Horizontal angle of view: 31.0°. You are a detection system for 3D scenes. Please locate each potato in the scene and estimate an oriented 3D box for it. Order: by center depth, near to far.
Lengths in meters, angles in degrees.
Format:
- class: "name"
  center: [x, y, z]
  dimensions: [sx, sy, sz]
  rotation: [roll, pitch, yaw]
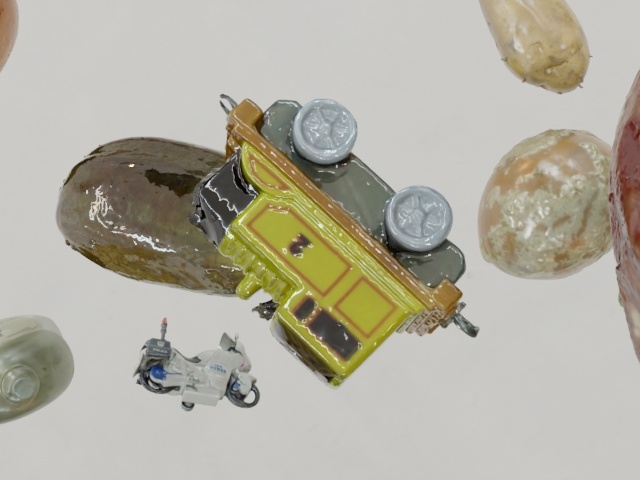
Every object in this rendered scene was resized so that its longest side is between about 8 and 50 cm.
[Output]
- class: "potato"
  center: [0.304, -0.319, 1.703]
  dimensions: [0.128, 0.161, 0.234]
  rotation: [-30, 100, -1]

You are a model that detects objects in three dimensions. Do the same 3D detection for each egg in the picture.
- class: "egg"
  center: [0.326, -0.047, 1.632]
  dimensions: [0.245, 0.203, 0.203]
  rotation: [-45, 74, 29]

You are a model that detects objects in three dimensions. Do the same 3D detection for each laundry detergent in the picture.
- class: "laundry detergent"
  center: [-0.386, 0.161, 1.401]
  dimensions: [0.253, 0.181, 0.091]
  rotation: [8, 119, 66]

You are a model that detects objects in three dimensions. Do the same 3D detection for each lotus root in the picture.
- class: "lotus root"
  center: [-0.129, -0.021, 1.000]
  dimensions: [0.241, 0.123, 0.124]
  rotation: [13, 56, 26]

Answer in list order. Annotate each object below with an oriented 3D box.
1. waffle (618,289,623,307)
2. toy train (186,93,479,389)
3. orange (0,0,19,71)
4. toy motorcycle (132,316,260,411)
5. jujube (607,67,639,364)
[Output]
- class: "waffle"
  center: [0.433, -0.016, 1.395]
  dimensions: [0.054, 0.214, 0.208]
  rotation: [22, 78, -13]
- class: "toy train"
  center: [0.000, 0.000, 0.710]
  dimensions: [0.219, 0.089, 0.127]
  rotation: [43, 76, 5]
- class: "orange"
  center: [-0.506, -0.271, 1.449]
  dimensions: [0.261, 0.261, 0.261]
  rotation: [2, 95, 27]
- class: "toy motorcycle"
  center: [-0.211, 0.217, 1.988]
  dimensions: [0.221, 0.150, 0.102]
  rotation: [11, 132, -14]
- class: "jujube"
  center: [0.264, 0.017, 0.599]
  dimensions: [0.223, 0.223, 0.318]
  rotation: [-2, 95, 27]
